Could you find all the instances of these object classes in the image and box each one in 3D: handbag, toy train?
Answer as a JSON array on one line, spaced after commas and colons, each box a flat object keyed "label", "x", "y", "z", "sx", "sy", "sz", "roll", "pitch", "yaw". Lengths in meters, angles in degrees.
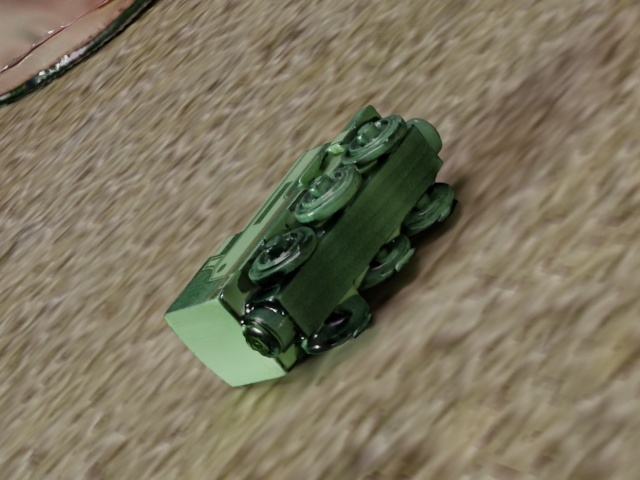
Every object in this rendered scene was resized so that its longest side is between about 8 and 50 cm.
[{"label": "handbag", "x": -0.158, "y": -0.157, "z": 0.997, "sx": 0.179, "sy": 0.116, "sz": 0.205, "roll": -45, "pitch": 21, "yaw": -16}, {"label": "toy train", "x": 0.000, "y": 0.000, "z": 0.523, "sx": 0.053, "sy": 0.033, "sz": 0.083, "roll": -17, "pitch": 30, "yaw": 53}]
